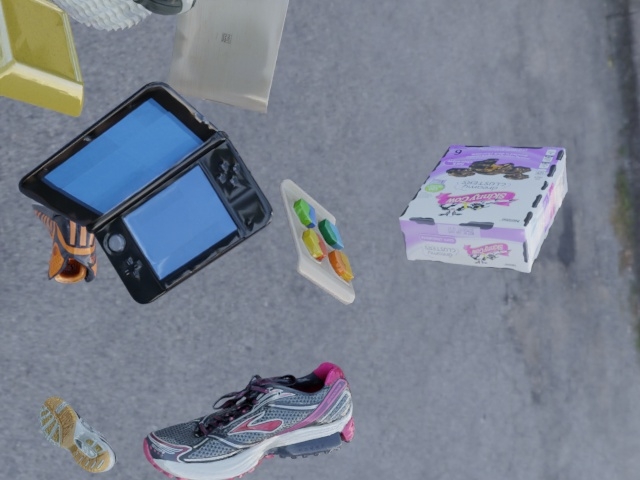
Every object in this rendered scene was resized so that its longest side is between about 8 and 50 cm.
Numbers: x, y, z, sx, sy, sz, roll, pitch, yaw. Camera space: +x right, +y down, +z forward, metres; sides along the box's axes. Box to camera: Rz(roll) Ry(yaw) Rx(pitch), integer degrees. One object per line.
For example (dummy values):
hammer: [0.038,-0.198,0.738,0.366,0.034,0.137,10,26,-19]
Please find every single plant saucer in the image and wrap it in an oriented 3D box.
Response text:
plant saucer: [-0.735,-0.509,1.825,0.333,0.081,0.332,8,65,-65]

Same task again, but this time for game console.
game console: [-0.268,-0.060,1.131,0.250,0.293,0.173,58,13,4]

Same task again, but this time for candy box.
candy box: [0.219,-0.049,0.947,0.196,0.165,0.070,-51,136,-43]

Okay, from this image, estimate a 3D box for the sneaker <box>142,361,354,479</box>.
sneaker: [-0.100,0.248,1.008,0.299,0.121,0.112,-11,107,-21]

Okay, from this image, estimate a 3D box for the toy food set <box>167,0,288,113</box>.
toy food set: [-0.192,-0.438,1.535,0.092,0.220,0.306,-83,-174,-66]

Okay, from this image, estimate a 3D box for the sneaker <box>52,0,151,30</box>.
sneaker: [-0.199,-0.352,0.838,0.102,0.293,0.146,42,48,-43]

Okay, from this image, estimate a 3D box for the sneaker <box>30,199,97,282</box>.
sneaker: [-0.563,0.000,1.565,0.125,0.321,0.180,3,92,-27]

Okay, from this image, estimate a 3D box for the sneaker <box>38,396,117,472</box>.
sneaker: [-0.209,0.170,0.619,0.032,0.083,0.037,-45,162,-10]

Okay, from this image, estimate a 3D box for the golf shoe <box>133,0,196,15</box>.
golf shoe: [-0.101,-0.256,0.394,0.120,0.105,0.272,-27,90,-31]

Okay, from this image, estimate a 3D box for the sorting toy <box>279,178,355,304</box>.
sorting toy: [0.000,0.000,1.376,0.193,0.038,0.208,38,32,-47]
